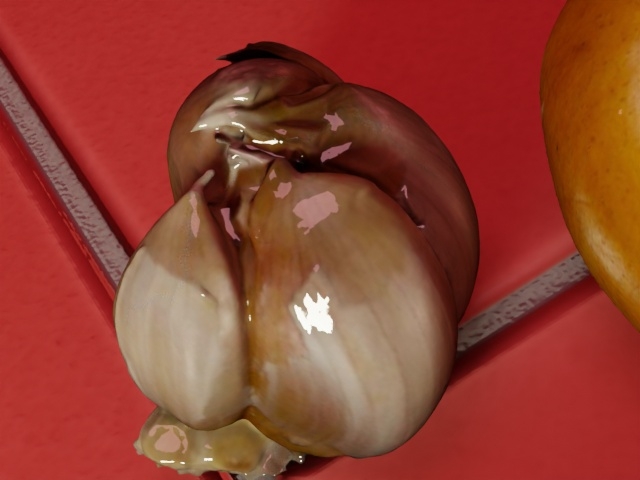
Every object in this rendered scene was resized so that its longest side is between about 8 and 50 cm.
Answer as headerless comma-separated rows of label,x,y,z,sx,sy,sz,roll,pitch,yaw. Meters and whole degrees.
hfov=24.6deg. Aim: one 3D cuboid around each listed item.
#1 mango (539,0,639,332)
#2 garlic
mango,0.198,-0.022,0.654,0.187,0.138,0.257,1,51,-1
garlic,0.000,0.000,0.700,0.160,0.191,0.214,20,43,6
